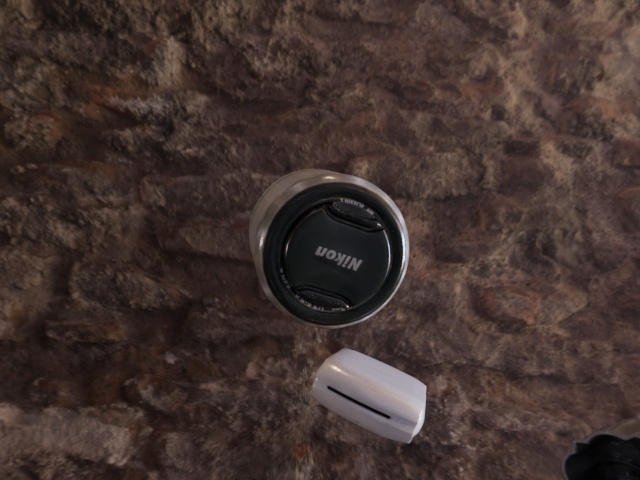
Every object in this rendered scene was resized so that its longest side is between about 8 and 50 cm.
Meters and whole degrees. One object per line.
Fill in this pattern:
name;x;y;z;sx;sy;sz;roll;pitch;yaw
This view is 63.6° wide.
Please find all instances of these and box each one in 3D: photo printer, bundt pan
photo printer;0.118;0.350;1.193;0.256;0.307;0.107;22;-90;14
bundt pan;0.601;0.453;0.885;0.124;0.331;0.331;-20;-108;-32

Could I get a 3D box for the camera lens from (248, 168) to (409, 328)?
camera lens;0.000;0.000;0.811;0.219;0.274;0.219;-2;-80;-10
